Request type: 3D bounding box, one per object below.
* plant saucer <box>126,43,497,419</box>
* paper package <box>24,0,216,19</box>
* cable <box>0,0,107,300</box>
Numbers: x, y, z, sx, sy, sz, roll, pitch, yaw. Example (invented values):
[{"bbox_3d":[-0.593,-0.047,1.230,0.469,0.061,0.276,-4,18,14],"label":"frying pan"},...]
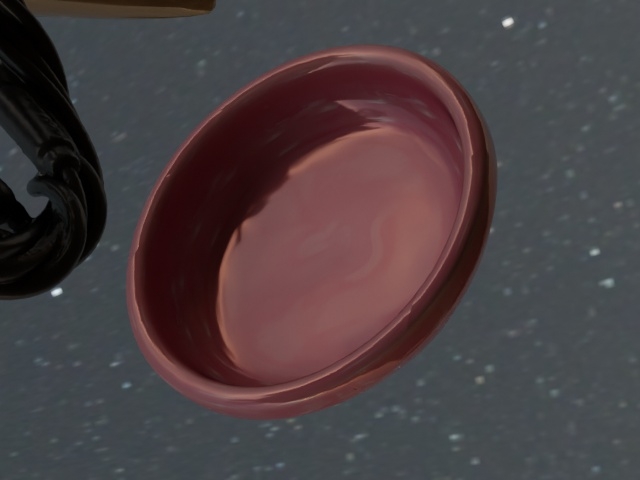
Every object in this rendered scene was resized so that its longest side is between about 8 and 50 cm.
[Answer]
[{"bbox_3d":[0.000,0.000,1.521,0.084,0.332,0.332,45,-120,-45],"label":"plant saucer"},{"bbox_3d":[-0.218,-0.278,1.000,0.324,0.168,0.310,0,-76,-21],"label":"paper package"},{"bbox_3d":[-0.118,-0.058,0.629,0.047,0.184,0.150,-35,-81,16],"label":"cable"}]
